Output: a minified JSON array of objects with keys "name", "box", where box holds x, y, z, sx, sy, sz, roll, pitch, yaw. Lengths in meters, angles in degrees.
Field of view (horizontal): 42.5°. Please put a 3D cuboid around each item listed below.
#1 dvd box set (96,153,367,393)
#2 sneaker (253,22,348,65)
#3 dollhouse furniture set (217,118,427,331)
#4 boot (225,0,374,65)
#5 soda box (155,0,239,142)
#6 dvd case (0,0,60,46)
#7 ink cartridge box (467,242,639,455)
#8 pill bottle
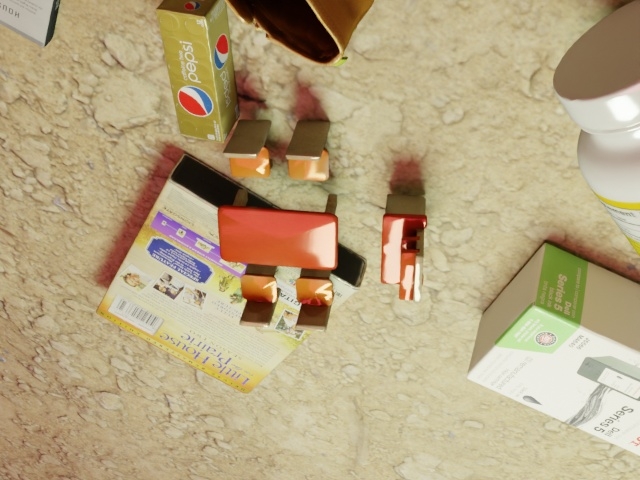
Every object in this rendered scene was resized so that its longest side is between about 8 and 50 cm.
[{"name":"dvd box set","box":[-0.157,0.076,1.287,0.308,0.062,0.420,30,140,-9]},{"name":"sneaker","box":[-0.052,-0.269,0.821,0.235,0.097,0.084,37,138,-17]},{"name":"dollhouse furniture set","box":[0.000,0.000,1.020,0.259,0.135,0.261,3,123,8]},{"name":"boot","box":[-0.062,-0.299,0.703,0.295,0.211,0.104,39,137,-18]},{"name":"soda box","box":[-0.140,-0.204,0.966,0.061,0.058,0.181,13,139,13]},{"name":"dvd case","box":[-0.373,-0.351,0.937,0.179,0.029,0.238,29,141,-7]},{"name":"ink cartridge box","box":[0.362,0.148,1.076,0.273,0.114,0.198,24,140,-1]},{"name":"pill bottle","box":[0.367,-0.062,0.782,0.188,0.187,0.334,-20,124,40]}]
